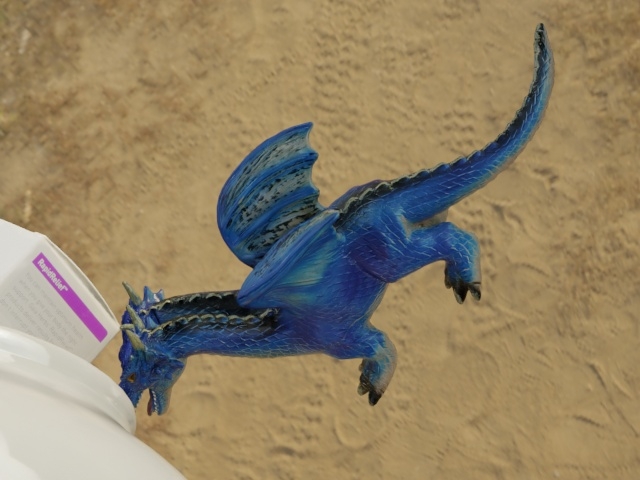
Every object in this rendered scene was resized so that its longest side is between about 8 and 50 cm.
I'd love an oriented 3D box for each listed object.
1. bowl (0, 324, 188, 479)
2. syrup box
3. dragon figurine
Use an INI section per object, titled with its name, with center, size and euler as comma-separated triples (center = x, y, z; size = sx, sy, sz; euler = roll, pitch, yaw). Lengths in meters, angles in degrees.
[bowl]
center = -0.153, 0.115, 0.412
size = 0.298, 0.298, 0.134
euler = -6, 56, 23
[syrup box]
center = -0.241, 0.097, 0.639
size = 0.093, 0.096, 0.237
euler = 17, 57, 43
[dragon figurine]
center = 0.000, 0.000, 0.558
size = 0.289, 0.144, 0.085
euler = -50, 35, 28
